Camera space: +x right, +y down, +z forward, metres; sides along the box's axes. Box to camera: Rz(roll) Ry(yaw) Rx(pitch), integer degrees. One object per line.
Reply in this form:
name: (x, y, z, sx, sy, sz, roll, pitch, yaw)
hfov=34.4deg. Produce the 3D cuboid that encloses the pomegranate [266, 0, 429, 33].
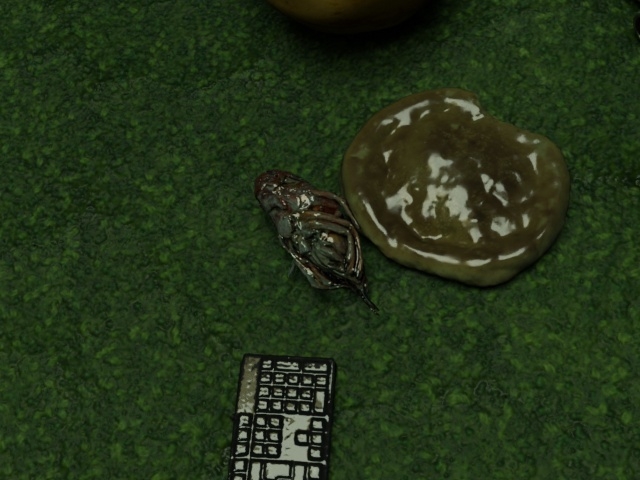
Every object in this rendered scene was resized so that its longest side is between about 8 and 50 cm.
pomegranate: (0.024, -0.346, 1.085, 0.264, 0.264, 0.264, -2, 64, 5)

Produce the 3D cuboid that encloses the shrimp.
shrimp: (0.000, 0.000, 1.026, 0.073, 0.075, 0.190, -22, 71, -40)

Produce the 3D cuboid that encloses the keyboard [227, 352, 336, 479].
keyboard: (-0.045, 0.252, 0.935, 0.100, 0.018, 0.310, 2, 65, 7)

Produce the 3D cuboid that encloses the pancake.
pancake: (0.136, -0.061, 1.053, 0.222, 0.042, 0.236, -31, 66, -11)

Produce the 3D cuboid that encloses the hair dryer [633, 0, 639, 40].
hair dryer: (0.354, -0.274, 1.139, 0.071, 0.047, 0.150, -28, 54, -9)
